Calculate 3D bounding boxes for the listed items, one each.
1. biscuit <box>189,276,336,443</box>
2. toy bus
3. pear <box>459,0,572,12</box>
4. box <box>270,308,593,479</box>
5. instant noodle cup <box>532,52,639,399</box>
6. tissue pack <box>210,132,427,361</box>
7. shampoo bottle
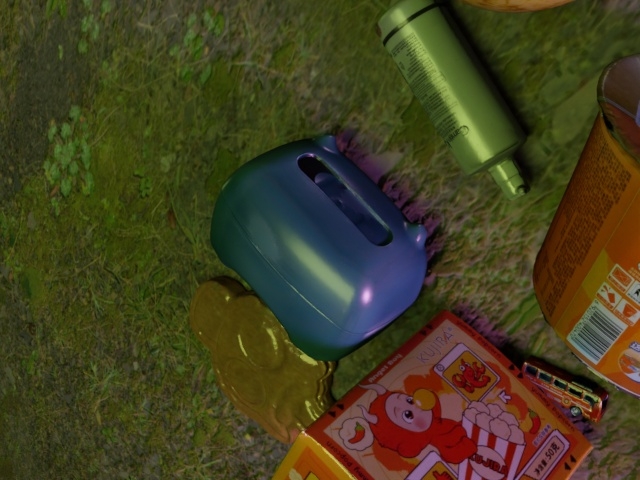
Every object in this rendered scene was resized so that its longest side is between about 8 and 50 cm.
[{"bbox_3d":[-0.100,0.221,1.273,0.376,0.051,0.269,41,131,19],"label":"biscuit"},{"bbox_3d":[0.306,0.186,0.923,0.110,0.031,0.043,24,116,32],"label":"toy bus"},{"bbox_3d":[0.181,-0.345,0.644,0.283,0.283,0.284,17,119,34],"label":"pear"},{"bbox_3d":[0.133,0.285,0.921,0.259,0.283,0.214,43,142,17],"label":"box"},{"bbox_3d":[0.337,-0.001,0.662,0.296,0.296,0.214,40,138,21],"label":"instant noodle cup"},{"bbox_3d":[0.000,0.000,0.987,0.287,0.198,0.206,47,134,18],"label":"tissue pack"},{"bbox_3d":[0.165,-0.163,0.855,0.085,0.085,0.262,-34,86,43],"label":"shampoo bottle"}]
